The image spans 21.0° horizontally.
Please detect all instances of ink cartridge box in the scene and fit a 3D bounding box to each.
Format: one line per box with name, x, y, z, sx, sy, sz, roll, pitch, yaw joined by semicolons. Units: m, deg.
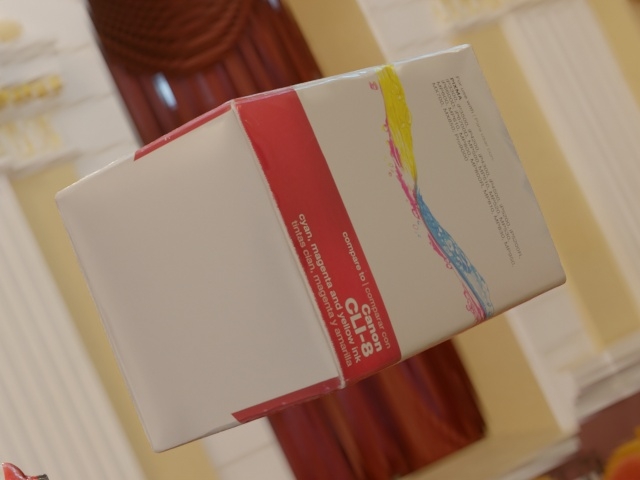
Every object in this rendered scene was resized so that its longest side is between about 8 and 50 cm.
ink cartridge box;0.000;0.000;0.785;0.128;0.127;0.176;-24;-3;42

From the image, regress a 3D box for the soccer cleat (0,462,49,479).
soccer cleat;-0.070;0.094;0.407;0.035;0.083;0.029;-18;-5;-9
